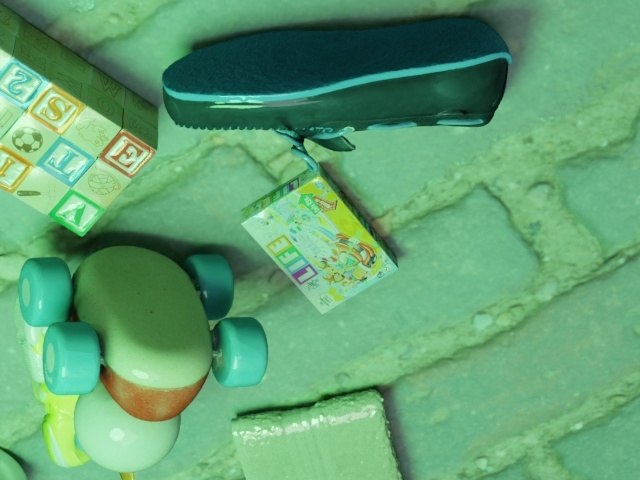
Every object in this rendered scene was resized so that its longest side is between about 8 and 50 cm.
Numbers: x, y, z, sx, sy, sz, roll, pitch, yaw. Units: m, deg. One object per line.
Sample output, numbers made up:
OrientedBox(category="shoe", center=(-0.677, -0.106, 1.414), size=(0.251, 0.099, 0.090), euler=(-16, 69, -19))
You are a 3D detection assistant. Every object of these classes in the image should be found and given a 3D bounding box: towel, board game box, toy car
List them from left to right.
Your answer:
OrientedBox(category="toy car", center=(-0.204, 0.150, 1.578), size=(0.219, 0.210, 0.238), euler=(0, 126, -27))
OrientedBox(category="board game box", center=(0.000, 0.000, 1.619), size=(0.103, 0.026, 0.154), euler=(-31, 122, 16))
OrientedBox(category="towel", center=(0.011, 0.303, 1.820), size=(0.187, 0.049, 0.282), euler=(-12, 124, 2))

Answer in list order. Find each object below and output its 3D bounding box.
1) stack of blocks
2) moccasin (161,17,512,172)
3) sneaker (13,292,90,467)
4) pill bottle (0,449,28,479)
OrientedBox(category="stack of blocks", center=(-0.327, -0.128, 1.462), size=(0.297, 0.087, 0.171), euler=(33, 116, -25))
OrientedBox(category="moccasin", center=(0.019, -0.131, 1.465), size=(0.342, 0.137, 0.116), euler=(-3, 129, -2))
OrientedBox(category="sneaker", center=(-0.263, 0.139, 1.671), size=(0.126, 0.091, 0.240), euler=(-16, 126, -16))
OrientedBox(category="pill bottle", center=(-0.432, 0.336, 1.762), size=(0.112, 0.112, 0.186), euler=(26, 118, -21))
